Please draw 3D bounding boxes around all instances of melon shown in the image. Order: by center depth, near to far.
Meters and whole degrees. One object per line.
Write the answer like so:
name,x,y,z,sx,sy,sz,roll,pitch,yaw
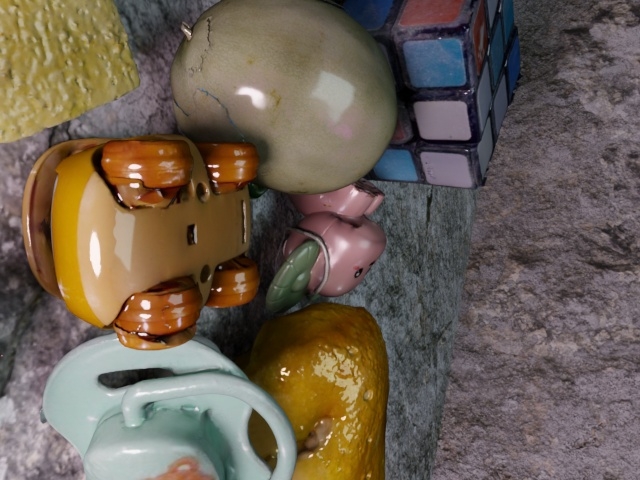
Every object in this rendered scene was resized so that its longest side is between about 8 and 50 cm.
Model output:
melon,-0.047,-0.201,0.785,0.330,0.268,0.268,18,79,-36

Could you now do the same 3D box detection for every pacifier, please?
pacifier,-0.170,0.219,0.726,0.269,0.288,0.343,-89,174,-59

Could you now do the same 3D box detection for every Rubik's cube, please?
Rubik's cube,0.154,-0.342,1.056,0.362,0.363,0.359,-67,150,-26

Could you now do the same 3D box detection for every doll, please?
doll,0.000,0.000,1.049,0.268,0.216,0.284,-60,161,13

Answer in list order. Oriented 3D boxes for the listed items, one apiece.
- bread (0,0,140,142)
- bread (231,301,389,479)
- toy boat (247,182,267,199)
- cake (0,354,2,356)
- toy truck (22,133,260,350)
bread,-0.280,-0.180,0.535,0.196,0.102,0.138,-47,134,-45
bread,-0.017,0.298,0.960,0.361,0.250,0.394,-19,117,-60
toy boat,-0.087,-0.151,0.962,0.210,0.052,0.104,-60,147,-39
cake,-0.356,0.158,0.482,0.117,0.086,0.220,23,75,-59
toy truck,-0.185,-0.016,0.639,0.288,0.212,0.204,-24,116,-63
